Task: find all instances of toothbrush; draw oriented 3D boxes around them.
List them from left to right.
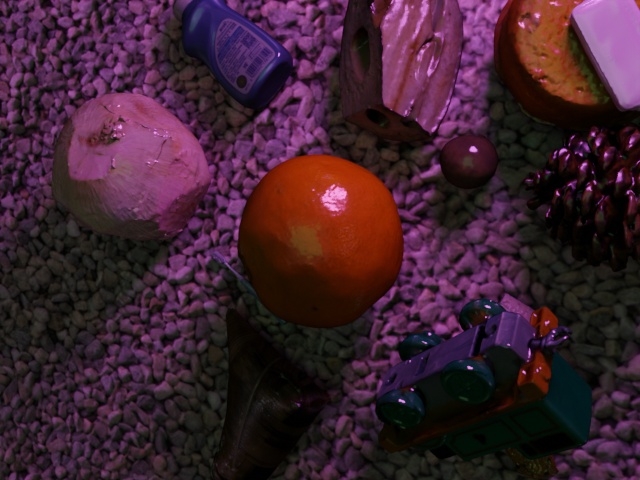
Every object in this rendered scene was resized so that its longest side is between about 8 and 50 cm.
[{"bbox_3d":[-0.148,0.097,1.315,0.219,0.019,0.016,43,97,11],"label":"toothbrush"}]

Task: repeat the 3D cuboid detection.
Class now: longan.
[{"bbox_3d":[0.271,-0.150,1.156,0.106,0.106,0.119,13,55,15],"label":"longan"}]

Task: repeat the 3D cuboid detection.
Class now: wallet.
[{"bbox_3d":[0.458,-0.288,0.961,0.095,0.033,0.190,-26,90,14],"label":"wallet"}]

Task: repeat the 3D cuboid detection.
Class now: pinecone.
[{"bbox_3d":[0.472,-0.083,1.029,0.243,0.243,0.257,-49,57,11],"label":"pinecone"}]

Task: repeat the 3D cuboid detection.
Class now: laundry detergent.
[{"bbox_3d":[-0.194,-0.403,1.288,0.290,0.094,0.143,44,108,14],"label":"laundry detergent"}]

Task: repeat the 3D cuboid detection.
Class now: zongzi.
[{"bbox_3d":[-0.159,0.319,1.277,0.288,0.134,0.286,43,106,25],"label":"zongzi"}]

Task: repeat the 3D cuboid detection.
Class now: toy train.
[{"bbox_3d":[0.265,0.260,1.065,0.249,0.178,0.429,43,132,-10],"label":"toy train"}]

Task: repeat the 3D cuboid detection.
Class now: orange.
[{"bbox_3d":[0.000,0.000,1.129,0.312,0.312,0.312,0,91,16],"label":"orange"}]

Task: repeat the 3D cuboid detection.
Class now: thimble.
[{"bbox_3d":[0.336,0.164,1.133,0.090,0.102,0.115,37,138,13],"label":"thimble"}]

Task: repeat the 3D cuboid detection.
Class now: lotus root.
[{"bbox_3d":[0.140,-0.347,1.174,0.210,0.142,0.314,11,89,-22],"label":"lotus root"}]

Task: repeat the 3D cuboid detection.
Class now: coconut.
[{"bbox_3d":[-0.383,-0.143,1.258,0.297,0.254,0.297,0,92,14],"label":"coconut"}]

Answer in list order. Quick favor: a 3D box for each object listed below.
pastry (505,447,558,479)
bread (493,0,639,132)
[{"bbox_3d":[0.370,0.367,1.154,0.080,0.056,0.140,-22,78,8],"label":"pastry"},{"bbox_3d":[0.444,-0.333,1.058,0.312,0.172,0.312,1,94,15],"label":"bread"}]
